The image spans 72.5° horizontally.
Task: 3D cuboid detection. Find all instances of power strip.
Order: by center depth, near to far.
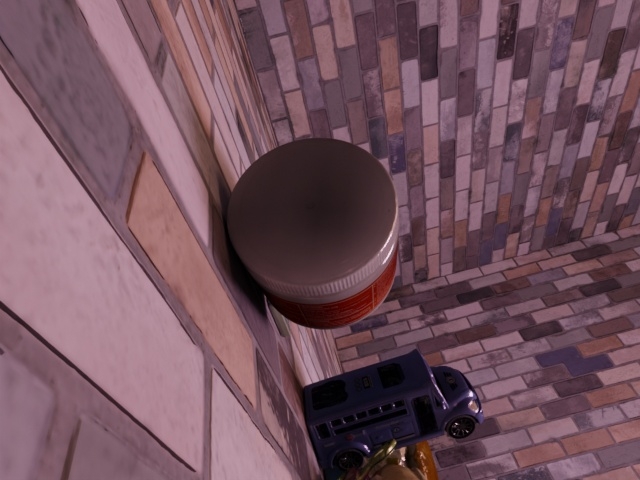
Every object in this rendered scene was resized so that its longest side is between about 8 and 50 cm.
[{"bbox_3d":[-0.065,0.113,0.685,0.040,0.016,0.090,-104,179,-50],"label":"power strip"}]

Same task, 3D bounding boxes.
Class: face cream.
[{"bbox_3d":[0.000,0.000,0.573,0.187,0.201,0.200,74,1,-63],"label":"face cream"}]

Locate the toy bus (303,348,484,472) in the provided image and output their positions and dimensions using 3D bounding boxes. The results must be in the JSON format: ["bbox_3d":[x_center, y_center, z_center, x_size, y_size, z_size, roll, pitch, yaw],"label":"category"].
[{"bbox_3d":[0.123,0.283,0.762,0.125,0.293,0.133,-104,176,-68],"label":"toy bus"}]

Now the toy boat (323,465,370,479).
[{"bbox_3d":[0.114,0.557,0.818,0.391,0.080,0.136,61,5,-20],"label":"toy boat"}]

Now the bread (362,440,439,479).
[{"bbox_3d":[0.164,0.553,1.058,0.279,0.225,0.250,69,7,-51],"label":"bread"}]

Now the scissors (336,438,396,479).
[{"bbox_3d":[0.045,0.351,0.633,0.020,0.134,0.187,52,11,17],"label":"scissors"}]

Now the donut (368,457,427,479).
[{"bbox_3d":[0.147,0.469,0.580,0.307,0.150,0.371,62,-8,4],"label":"donut"}]
